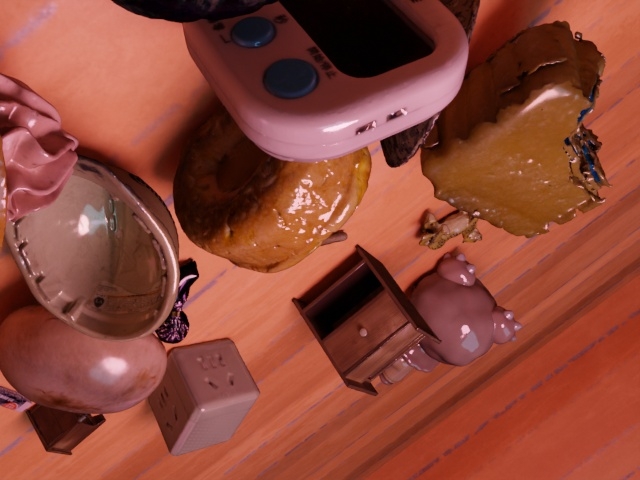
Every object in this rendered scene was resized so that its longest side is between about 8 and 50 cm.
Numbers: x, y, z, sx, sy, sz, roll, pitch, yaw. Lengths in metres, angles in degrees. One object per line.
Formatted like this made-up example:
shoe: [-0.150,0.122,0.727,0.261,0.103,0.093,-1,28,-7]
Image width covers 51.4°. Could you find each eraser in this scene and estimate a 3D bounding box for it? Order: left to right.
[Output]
eraser: [-0.490,0.246,1.037,0.027,0.019,0.099,-34,151,-3]

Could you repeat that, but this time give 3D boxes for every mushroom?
mushroom: [-0.323,0.146,0.915,0.226,0.178,0.226,9,164,3]

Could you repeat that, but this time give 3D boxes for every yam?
yam: [0.000,0.000,1.173,0.116,0.021,0.021,-9,141,-35]

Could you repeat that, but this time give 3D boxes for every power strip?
power strip: [-0.234,0.313,1.268,0.139,0.140,0.224,-6,140,-41]

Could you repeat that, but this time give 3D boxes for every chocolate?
chocolate: [-0.231,0.096,1.052,0.070,0.072,0.147,14,128,0]

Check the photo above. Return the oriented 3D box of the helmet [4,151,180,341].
helmet: [-0.252,-0.020,0.788,0.204,0.137,0.258,-2,123,13]

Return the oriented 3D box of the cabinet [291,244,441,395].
cabinet: [0.087,0.155,1.284,0.175,0.215,0.148,-41,149,9]

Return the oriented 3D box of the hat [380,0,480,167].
hat: [0.083,-0.230,0.814,0.128,0.265,0.265,16,132,-8]

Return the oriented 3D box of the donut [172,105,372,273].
donut: [-0.063,-0.078,0.801,0.261,0.208,0.128,-39,146,28]

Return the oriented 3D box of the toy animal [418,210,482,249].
toy animal: [0.262,-0.018,1.363,0.181,0.073,0.136,-27,156,-20]

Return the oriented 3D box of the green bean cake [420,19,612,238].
green bean cake: [0.333,-0.173,1.030,0.310,0.202,0.285,27,138,-32]

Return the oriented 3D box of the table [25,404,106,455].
table: [-0.424,0.297,1.115,0.082,0.083,0.070,-40,153,-4]

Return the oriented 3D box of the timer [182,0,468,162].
timer: [0.002,-0.194,0.662,0.237,0.262,0.087,-24,149,-18]

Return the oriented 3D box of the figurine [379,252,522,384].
figurine: [0.260,0.211,1.564,0.380,0.248,0.203,-41,170,32]

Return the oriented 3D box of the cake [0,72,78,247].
cake: [-0.314,-0.069,0.598,0.178,0.185,0.208,1,112,-40]

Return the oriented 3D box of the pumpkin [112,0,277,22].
pumpkin: [-0.075,-0.277,0.461,0.296,0.296,0.296,-25,148,-17]
